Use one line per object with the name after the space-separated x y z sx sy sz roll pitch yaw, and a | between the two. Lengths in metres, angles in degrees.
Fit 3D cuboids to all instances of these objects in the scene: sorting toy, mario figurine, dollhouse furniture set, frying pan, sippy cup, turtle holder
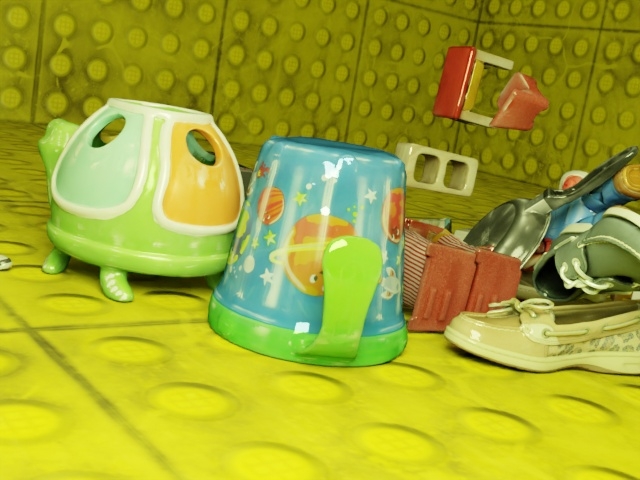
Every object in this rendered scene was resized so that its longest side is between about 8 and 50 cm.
0.390 0.089 1.363 0.307 0.041 0.229 13 9 4 | sorting toy
0.410 -0.016 1.297 0.198 0.170 0.320 -34 3 -20 | mario figurine
0.176 -0.078 1.142 0.152 0.374 0.201 9 8 -26 | dollhouse furniture set
0.291 -0.014 1.201 0.053 0.197 0.326 39 -37 -11 | frying pan
0.000 0.000 0.970 0.305 0.224 0.240 18 13 42 | sippy cup
-0.234 -0.067 1.113 0.243 0.228 0.320 4 12 -25 | turtle holder

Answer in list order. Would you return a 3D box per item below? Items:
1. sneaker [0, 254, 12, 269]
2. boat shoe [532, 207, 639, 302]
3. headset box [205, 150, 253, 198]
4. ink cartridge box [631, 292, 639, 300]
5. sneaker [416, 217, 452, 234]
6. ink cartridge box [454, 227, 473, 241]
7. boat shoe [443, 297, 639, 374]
-0.419 0.013 1.044 0.083 0.037 0.032 13 9 13 | sneaker
0.338 0.036 1.023 0.116 0.099 0.319 46 -3 0 | boat shoe
-0.263 -0.109 1.623 0.218 0.110 0.293 3 12 -29 | headset box
0.547 0.061 1.250 0.092 0.159 0.217 17 7 38 | ink cartridge box
0.216 -0.011 1.672 0.082 0.071 0.191 3 2 2 | sneaker
0.338 0.013 1.634 0.104 0.060 0.180 15 12 33 | ink cartridge box
0.284 0.104 1.027 0.285 0.089 0.104 5 11 -21 | boat shoe
